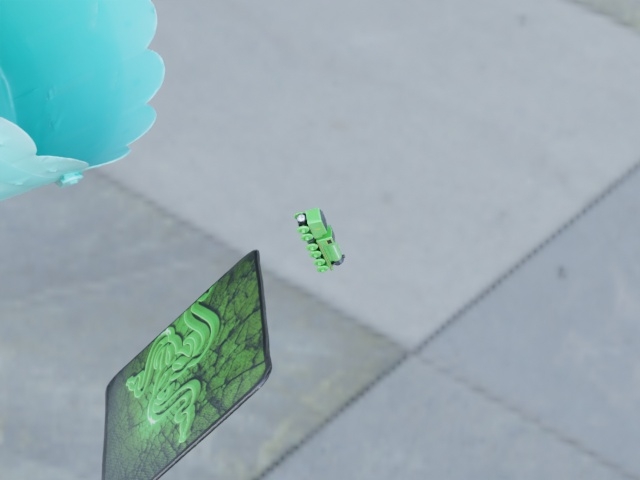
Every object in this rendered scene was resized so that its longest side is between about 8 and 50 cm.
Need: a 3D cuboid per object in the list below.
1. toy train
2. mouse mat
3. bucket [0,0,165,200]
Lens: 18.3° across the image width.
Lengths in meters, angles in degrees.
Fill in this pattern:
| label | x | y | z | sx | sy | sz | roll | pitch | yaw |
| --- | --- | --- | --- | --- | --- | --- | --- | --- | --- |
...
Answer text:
| label | x | y | z | sx | sy | sz | roll | pitch | yaw |
| --- | --- | --- | --- | --- | --- | --- | --- | --- | --- |
| toy train | 0.000 | 0.000 | 1.465 | 0.023 | 0.083 | 0.017 | -15 | 61 | 7 |
| mouse mat | -0.090 | 0.091 | 1.294 | 0.007 | 0.152 | 0.190 | 42 | 15 | -19 |
| bucket | -0.287 | -0.162 | 1.695 | 0.183 | 0.281 | 0.281 | -23 | 23 | 34 |
